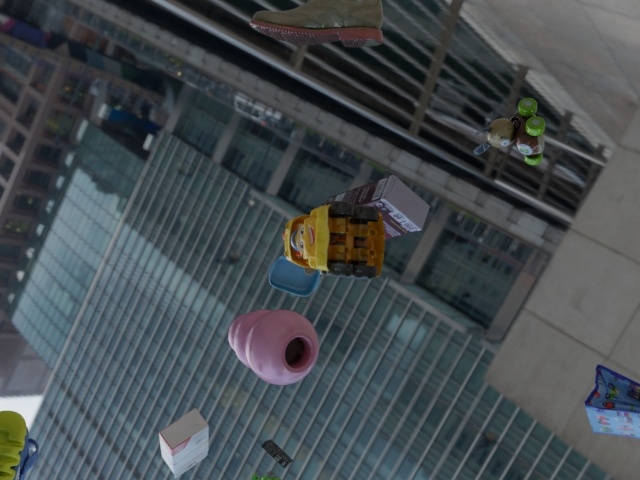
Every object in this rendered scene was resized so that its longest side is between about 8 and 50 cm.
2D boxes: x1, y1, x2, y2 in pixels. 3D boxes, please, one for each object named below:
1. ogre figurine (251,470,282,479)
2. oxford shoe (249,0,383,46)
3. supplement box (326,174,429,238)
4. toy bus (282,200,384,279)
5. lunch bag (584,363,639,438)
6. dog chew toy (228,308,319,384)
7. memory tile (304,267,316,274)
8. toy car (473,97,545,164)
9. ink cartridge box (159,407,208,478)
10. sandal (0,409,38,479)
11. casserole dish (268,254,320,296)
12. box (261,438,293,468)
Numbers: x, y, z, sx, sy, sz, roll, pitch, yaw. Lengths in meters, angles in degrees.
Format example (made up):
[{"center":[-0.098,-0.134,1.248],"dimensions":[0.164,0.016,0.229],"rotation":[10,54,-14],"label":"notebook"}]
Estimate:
[{"center":[-0.166,0.735,1.964],"dimensions":[0.118,0.197,0.097],"rotation":[55,-150,-8],"label":"ogre figurine"},{"center":[-0.008,-0.579,1.783],"dimensions":[0.348,0.130,0.123],"rotation":[5,-175,2],"label":"oxford shoe"},{"center":[0.123,-0.064,1.618],"dimensions":[0.130,0.073,0.239],"rotation":[37,151,-25],"label":"supplement box"},{"center":[0.000,0.000,1.402],"dimensions":[0.211,0.150,0.220],"rotation":[1,177,32],"label":"toy bus"},{"center":[0.906,0.482,1.901],"dimensions":[0.293,0.138,0.221],"rotation":[13,155,34],"label":"lunch bag"},{"center":[-0.151,0.287,1.957],"dimensions":[0.206,0.207,0.331],"rotation":[20,172,-34],"label":"dog chew toy"},{"center":[0.007,0.028,2.003],"dimensions":[0.012,0.148,0.113],"rotation":[48,-165,-55],"label":"memory tile"},{"center":[0.532,-0.296,1.969],"dimensions":[0.155,0.188,0.149],"rotation":[70,-170,-54],"label":"toy car"},{"center":[-0.363,0.545,1.838],"dimensions":[0.115,0.198,0.067],"rotation":[-29,-121,-30],"label":"ink cartridge box"},{"center":[-0.681,0.530,1.459],"dimensions":[0.126,0.317,0.138],"rotation":[12,158,9],"label":"sandal"},{"center":[-0.088,0.111,2.227],"dimensions":[0.188,0.114,0.037],"rotation":[20,-174,-28],"label":"casserole dish"},{"center":[-0.111,0.548,1.770],"dimensions":[0.083,0.018,0.067],"rotation":[40,177,13],"label":"box"}]
